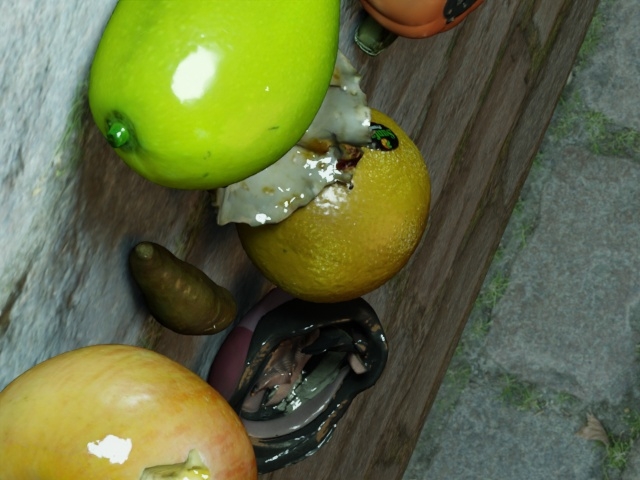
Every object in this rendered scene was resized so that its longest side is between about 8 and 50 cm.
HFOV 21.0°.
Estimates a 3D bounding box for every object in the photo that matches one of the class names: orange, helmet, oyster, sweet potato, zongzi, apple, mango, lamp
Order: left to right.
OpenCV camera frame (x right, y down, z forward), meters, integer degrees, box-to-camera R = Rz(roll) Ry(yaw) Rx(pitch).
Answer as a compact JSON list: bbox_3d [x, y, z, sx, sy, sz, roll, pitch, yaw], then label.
[{"bbox_3d":[-0.190,0.215,1.517,0.241,0.242,0.242,-24,134,-61],"label":"apple"},{"bbox_3d":[-0.150,0.056,1.774,0.077,0.077,0.243,-67,159,-6],"label":"sweet potato"},{"bbox_3d":[-0.068,-0.191,1.475,0.156,0.192,0.343,-18,-140,57],"label":"mango"},{"bbox_3d":[-0.055,-0.155,1.684,0.198,0.133,0.337,-41,146,-27],"label":"oyster"},{"bbox_3d":[-0.043,0.147,2.115,0.253,0.154,0.198,-37,138,15],"label":"helmet"},{"bbox_3d":[0.013,-0.044,1.917,0.236,0.236,0.236,22,90,-76],"label":"orange"},{"bbox_3d":[0.076,-0.264,2.183,0.104,0.052,0.113,-55,175,-18],"label":"zongzi"},{"bbox_3d":[0.118,-0.334,2.006,0.187,0.164,0.188,-37,161,-15],"label":"lamp"}]
